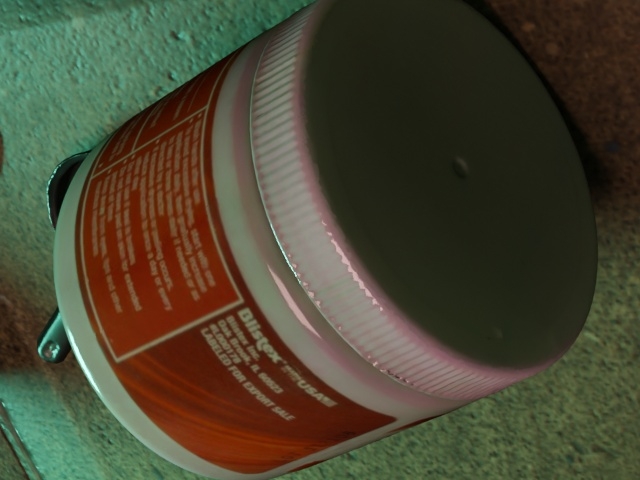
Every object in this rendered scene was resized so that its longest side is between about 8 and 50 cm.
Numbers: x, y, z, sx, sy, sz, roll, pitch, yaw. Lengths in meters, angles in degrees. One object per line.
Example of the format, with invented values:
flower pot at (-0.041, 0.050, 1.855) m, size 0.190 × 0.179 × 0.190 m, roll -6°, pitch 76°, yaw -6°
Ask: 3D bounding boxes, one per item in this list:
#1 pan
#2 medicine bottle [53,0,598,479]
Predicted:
pan at (-0.164, 0.017, 1.337) m, size 0.136 × 0.028 × 0.235 m, roll 38°, pitch 131°, yaw 0°
medicine bottle at (0.000, 0.000, 1.073) m, size 0.241 × 0.252 × 0.252 m, roll -28°, pitch 107°, yaw 42°
